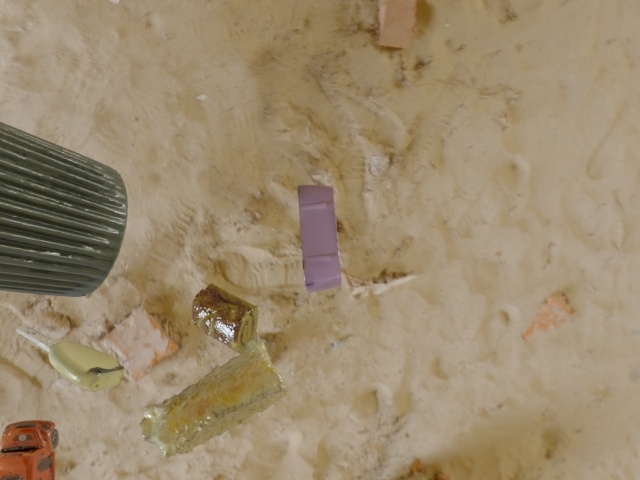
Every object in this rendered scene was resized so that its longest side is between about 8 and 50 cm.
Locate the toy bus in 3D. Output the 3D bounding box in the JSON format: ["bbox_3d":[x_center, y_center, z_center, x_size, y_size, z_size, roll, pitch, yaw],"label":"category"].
[{"bbox_3d":[-0.798,0.656,1.727,0.142,0.153,0.330,-3,80,0],"label":"toy bus"}]

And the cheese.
[{"bbox_3d":[-0.546,0.241,1.374,0.251,0.127,0.054,24,92,16],"label":"cheese"}]

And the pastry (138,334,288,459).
[{"bbox_3d":[-0.177,0.279,1.099,0.258,0.121,0.089,-32,137,-23],"label":"pastry"}]

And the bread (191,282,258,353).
[{"bbox_3d":[-0.256,0.206,1.709,0.103,0.172,0.132,-28,135,-50],"label":"bread"}]

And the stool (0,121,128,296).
[{"bbox_3d":[-0.533,-0.052,1.084,0.330,0.297,0.297,17,99,-44],"label":"stool"}]

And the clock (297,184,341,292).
[{"bbox_3d":[0.000,0.000,0.918,0.050,0.110,0.153,-5,77,1],"label":"clock"}]
